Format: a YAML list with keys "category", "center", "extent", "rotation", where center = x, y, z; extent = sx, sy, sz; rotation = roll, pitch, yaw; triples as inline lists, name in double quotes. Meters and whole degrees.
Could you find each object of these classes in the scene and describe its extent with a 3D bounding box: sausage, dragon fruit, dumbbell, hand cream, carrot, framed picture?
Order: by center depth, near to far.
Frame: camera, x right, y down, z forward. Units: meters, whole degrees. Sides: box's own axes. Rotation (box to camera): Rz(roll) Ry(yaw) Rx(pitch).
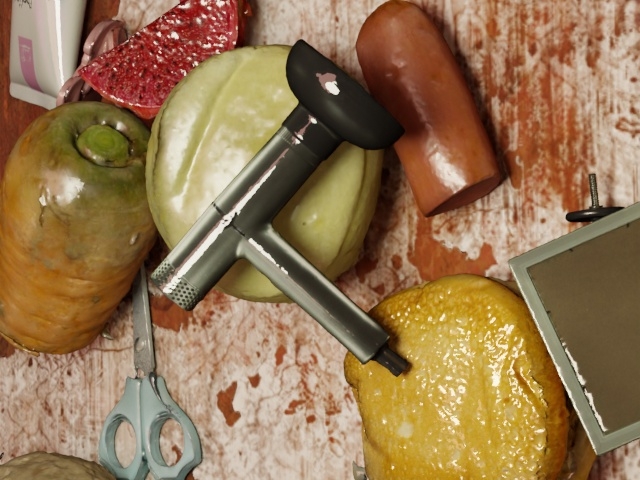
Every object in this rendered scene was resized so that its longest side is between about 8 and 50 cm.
- category: "framed picture"
  center: [0.373, 0.063, 1.474]
  extent: [0.293, 0.018, 0.231]
  rotation: [-24, 73, 5]
- category: "dumbbell"
  center: [0.308, -0.001, 1.567]
  extent: [0.069, 0.069, 0.147]
  rotation: [-9, 83, 36]
- category: "sausage"
  center: [0.123, -0.164, 1.683]
  extent: [0.113, 0.113, 0.259]
  rotation: [-30, 74, 33]
- category: "dragon fruit"
  center: [-0.173, -0.265, 1.908]
  extent: [0.274, 0.161, 0.126]
  rotation: [-31, 105, 21]
- category: "carrot"
  center: [-0.332, -0.020, 1.916]
  extent: [0.224, 0.224, 0.341]
  rotation: [55, 141, 24]
- category: "hand cream"
  center: [-0.397, -0.372, 2.074]
  extent: [0.185, 0.118, 0.359]
  rotation: [21, 107, 46]

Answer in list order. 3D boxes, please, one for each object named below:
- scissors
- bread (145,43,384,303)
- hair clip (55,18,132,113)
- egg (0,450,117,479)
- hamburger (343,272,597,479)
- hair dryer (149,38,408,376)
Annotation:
- category: "scissors"
  center: [-0.252, 0.177, 2.005]
  extent: [0.191, 0.029, 0.360]
  rotation: [-6, 88, 38]
- category: "bread"
  center: [-0.068, -0.083, 1.751]
  extent: [0.320, 0.237, 0.321]
  rotation: [2, 97, 14]
- category: "hair clip"
  center: [-0.323, -0.241, 2.019]
  extent: [0.102, 0.123, 0.138]
  rotation: [-8, 90, 8]
- category: "egg"
  center: [-0.371, 0.422, 1.953]
  extent: [0.310, 0.279, 0.279]
  rotation: [149, 113, -70]
- category: "hamburger"
  center: [0.164, 0.187, 1.611]
  extent: [0.314, 0.170, 0.290]
  rotation: [-16, 77, 37]
- category: "hair dryer"
  center: [0.010, -0.014, 1.580]
  extent: [0.284, 0.156, 0.320]
  rotation: [31, 96, -11]
